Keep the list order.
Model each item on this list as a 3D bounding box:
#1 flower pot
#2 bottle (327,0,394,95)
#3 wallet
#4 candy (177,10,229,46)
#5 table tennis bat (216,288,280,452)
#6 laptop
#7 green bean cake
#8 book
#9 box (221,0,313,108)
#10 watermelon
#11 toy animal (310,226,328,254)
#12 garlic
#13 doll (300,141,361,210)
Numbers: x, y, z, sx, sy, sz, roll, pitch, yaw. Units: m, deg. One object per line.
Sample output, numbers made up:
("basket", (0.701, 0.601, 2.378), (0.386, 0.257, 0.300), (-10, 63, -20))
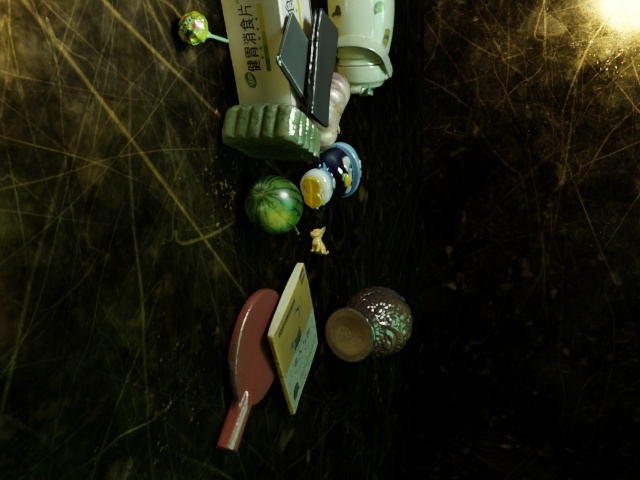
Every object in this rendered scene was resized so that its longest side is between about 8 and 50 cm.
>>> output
("flower pot", (0.162, 0.309, 1.936), (0.267, 0.267, 0.266), (-7, 100, -57))
("bottle", (0.124, -0.631, 1.716), (0.229, 0.229, 0.351), (-46, 138, -58))
("wallet", (0.004, -0.396, 1.259), (0.124, 0.025, 0.244), (9, 85, -68))
("candy", (-0.226, -0.416, 1.095), (0.062, 0.058, 0.194), (-62, 173, 16))
("table tennis bat", (-0.169, 0.316, 1.359), (0.268, 0.051, 0.414), (65, 35, -54))
("laptop", (-0.046, -0.392, 1.194), (0.180, 0.016, 0.129), (48, 51, -62))
("green bean cake", (-0.106, -0.240, 1.232), (0.185, 0.184, 0.094), (28, 67, -65))
("book", (-0.070, 0.288, 1.560), (0.388, 0.032, 0.268), (81, 21, -44))
("box", (-0.110, -0.472, 1.231), (0.173, 0.145, 0.332), (-56, 144, -54))
("watermelon", (-0.107, -0.077, 1.322), (0.187, 0.141, 0.140), (57, 42, -61))
("toy animal", (0.000, 0.000, 1.710), (0.081, 0.060, 0.083), (13, 80, -28))
("garlic", (-0.021, -0.344, 1.463), (0.245, 0.161, 0.244), (-164, -90, -84))
("doll", (0.042, -0.199, 1.667), (0.314, 0.141, 0.177), (-47, 139, -53))
